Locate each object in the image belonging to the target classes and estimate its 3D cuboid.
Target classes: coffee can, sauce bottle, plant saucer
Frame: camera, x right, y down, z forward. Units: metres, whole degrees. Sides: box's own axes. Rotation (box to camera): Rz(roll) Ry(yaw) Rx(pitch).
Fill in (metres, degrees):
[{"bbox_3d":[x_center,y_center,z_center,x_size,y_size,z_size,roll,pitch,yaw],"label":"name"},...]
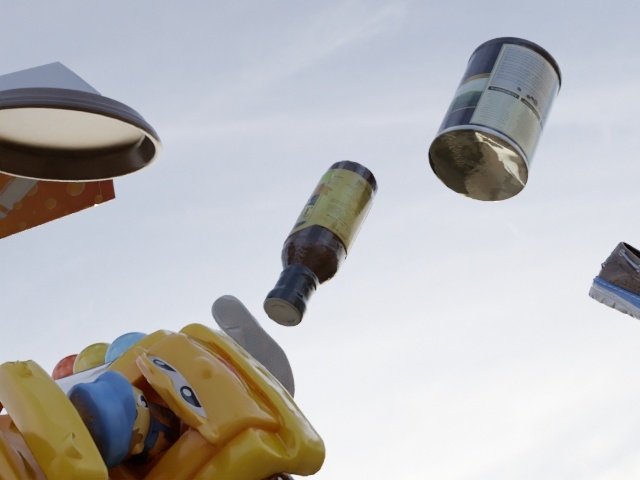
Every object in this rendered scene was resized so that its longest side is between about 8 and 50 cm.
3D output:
[{"bbox_3d":[0.355,-0.245,1.569,0.201,0.275,0.202,19,-33,13],"label":"coffee can"},{"bbox_3d":[0.000,0.000,1.344,0.111,0.344,0.111,15,-44,15],"label":"sauce bottle"},{"bbox_3d":[-0.354,-0.140,1.050,0.277,0.041,0.278,-4,-14,-1],"label":"plant saucer"}]

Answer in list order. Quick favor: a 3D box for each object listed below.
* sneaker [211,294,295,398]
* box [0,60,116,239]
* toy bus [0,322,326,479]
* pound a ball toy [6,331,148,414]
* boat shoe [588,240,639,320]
[{"bbox_3d":[-0.141,0.264,1.801,0.104,0.296,0.147,-35,-20,-6],"label":"sneaker"},{"bbox_3d":[-0.548,-0.138,1.306,0.345,0.168,0.215,-25,-46,-32],"label":"box"},{"bbox_3d":[-0.136,0.131,0.396,0.220,0.149,0.211,-49,-38,-2],"label":"toy bus"},{"bbox_3d":[-0.188,0.165,0.805,0.208,0.136,0.319,-12,-6,-38],"label":"pound a ball toy"},{"bbox_3d":[0.306,0.048,0.642,0.066,0.183,0.066,8,-78,-39],"label":"boat shoe"}]
